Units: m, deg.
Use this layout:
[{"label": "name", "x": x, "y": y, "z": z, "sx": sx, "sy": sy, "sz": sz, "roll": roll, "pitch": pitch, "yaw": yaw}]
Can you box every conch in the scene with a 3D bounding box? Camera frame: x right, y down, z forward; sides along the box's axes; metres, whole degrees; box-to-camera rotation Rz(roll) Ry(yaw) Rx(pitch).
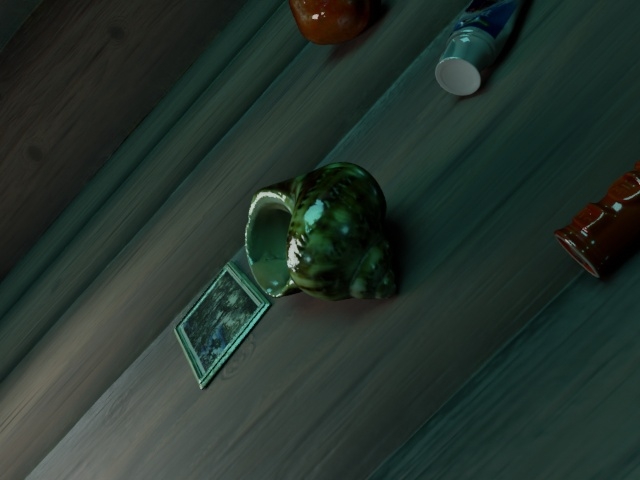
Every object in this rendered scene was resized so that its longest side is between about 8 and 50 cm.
[{"label": "conch", "x": 0.003, "y": 0.001, "z": 0.629, "sx": 0.187, "sy": 0.124, "sz": 0.181, "roll": -61, "pitch": 31, "yaw": 31}]

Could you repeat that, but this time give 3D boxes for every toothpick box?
[{"label": "toothpick box", "x": 0.218, "y": -0.017, "z": 0.420, "sx": 0.083, "sy": 0.047, "sz": 0.047, "roll": -44, "pitch": 30, "yaw": 10}]

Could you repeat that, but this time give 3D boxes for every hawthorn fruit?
[{"label": "hawthorn fruit", "x": 0.042, "y": -0.450, "z": 1.062, "sx": 0.194, "sy": 0.157, "sz": 0.157, "roll": -7, "pitch": 50, "yaw": 43}]

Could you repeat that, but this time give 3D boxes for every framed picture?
[{"label": "framed picture", "x": -0.146, "y": 0.109, "z": 0.810, "sx": 0.142, "sy": 0.011, "sz": 0.183, "roll": -51, "pitch": 29, "yaw": -3}]

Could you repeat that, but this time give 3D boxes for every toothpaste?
[{"label": "toothpaste", "x": 0.221, "y": -0.294, "z": 0.743, "sx": 0.096, "sy": 0.061, "sz": 0.266, "roll": -9, "pitch": 42, "yaw": 51}]
